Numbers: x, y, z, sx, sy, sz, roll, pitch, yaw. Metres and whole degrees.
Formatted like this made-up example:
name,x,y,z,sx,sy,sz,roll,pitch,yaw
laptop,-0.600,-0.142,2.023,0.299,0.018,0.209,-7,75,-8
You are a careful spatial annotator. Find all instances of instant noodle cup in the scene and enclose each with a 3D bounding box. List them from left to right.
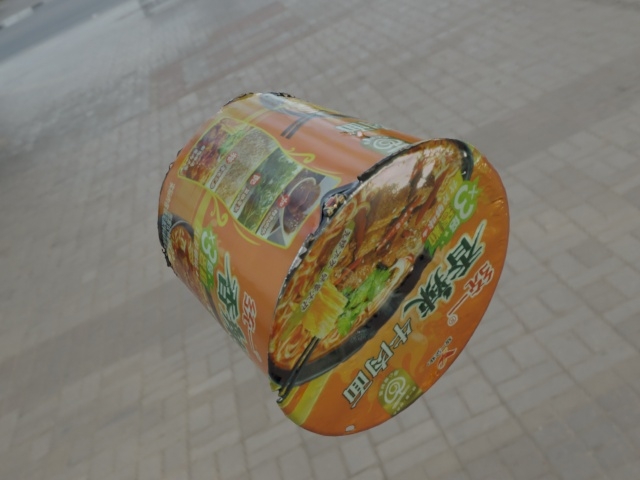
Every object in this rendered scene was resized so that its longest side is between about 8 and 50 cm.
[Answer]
name,x,y,z,sx,sy,sz,roll,pitch,yaw
instant noodle cup,0.000,0.000,0.768,0.230,0.230,0.182,-35,46,-23
